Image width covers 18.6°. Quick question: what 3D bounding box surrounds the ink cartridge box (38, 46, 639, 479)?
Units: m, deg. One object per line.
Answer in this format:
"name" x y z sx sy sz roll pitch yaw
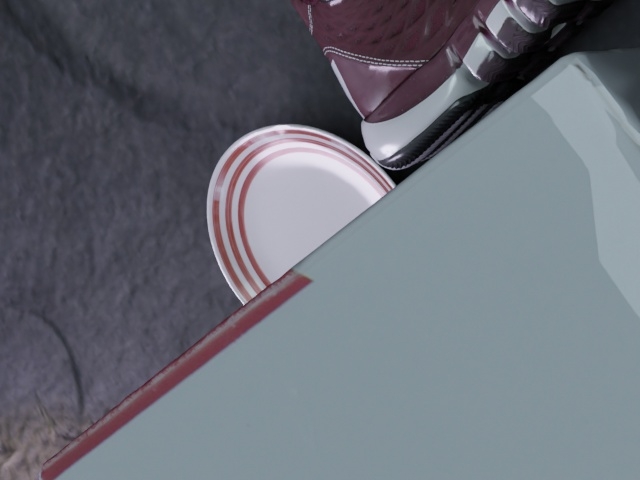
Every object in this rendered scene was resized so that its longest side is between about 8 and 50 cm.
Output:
"ink cartridge box" 0.113 0.053 0.828 0.279 0.384 0.160 -39 78 26

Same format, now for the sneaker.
"sneaker" 0.083 -0.175 0.959 0.281 0.106 0.162 -43 77 26

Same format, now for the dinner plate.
"dinner plate" 0.000 0.000 1.062 0.141 0.017 0.141 18 125 27
